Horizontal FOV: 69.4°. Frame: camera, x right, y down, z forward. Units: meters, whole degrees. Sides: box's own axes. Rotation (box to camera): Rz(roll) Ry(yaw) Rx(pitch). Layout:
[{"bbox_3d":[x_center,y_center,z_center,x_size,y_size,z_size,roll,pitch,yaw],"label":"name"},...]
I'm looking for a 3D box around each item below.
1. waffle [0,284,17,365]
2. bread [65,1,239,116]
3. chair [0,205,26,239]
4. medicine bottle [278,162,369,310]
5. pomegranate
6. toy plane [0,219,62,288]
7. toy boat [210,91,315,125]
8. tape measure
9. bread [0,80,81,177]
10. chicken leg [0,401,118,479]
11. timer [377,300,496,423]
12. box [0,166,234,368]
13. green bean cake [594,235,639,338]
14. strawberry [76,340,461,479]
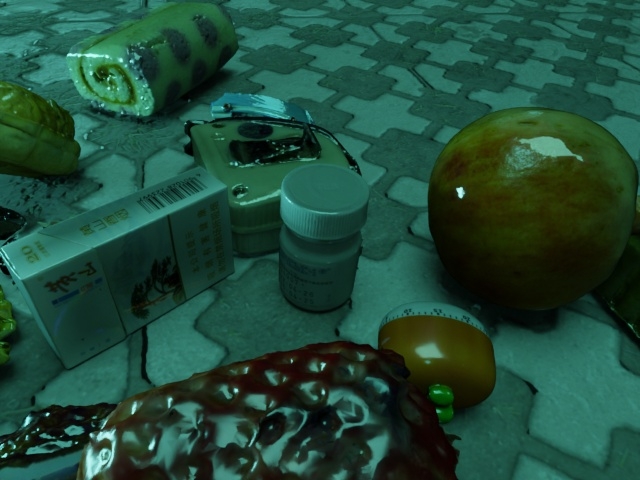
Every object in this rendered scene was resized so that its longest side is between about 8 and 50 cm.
[{"bbox_3d":[-0.496,0.125,0.465,0.302,0.068,0.325,30,42,22],"label":"waffle"},{"bbox_3d":[-0.336,-0.394,0.985,0.187,0.155,0.338,12,45,19],"label":"bread"},{"bbox_3d":[-0.496,-0.041,0.581,0.175,0.213,0.148,5,64,-1],"label":"chair"},{"bbox_3d":[0.000,0.000,0.574,0.105,0.168,0.105,3,43,-3],"label":"medicine bottle"},{"bbox_3d":[0.275,-0.040,0.579,0.271,0.251,0.229,2,21,27],"label":"pomegranate"},{"bbox_3d":[-0.395,0.011,0.628,0.049,0.031,0.120,14,45,2],"label":"toy plane"},{"bbox_3d":[-0.109,-0.205,0.867,0.215,0.088,0.102,9,77,4],"label":"toy boat"},{"bbox_3d":[-0.074,-0.121,0.731,0.232,0.132,0.271,-15,44,-20],"label":"tape measure"},{"bbox_3d":[-0.474,-0.160,0.678,0.199,0.120,0.236,8,-1,0],"label":"bread"},{"bbox_3d":[-0.295,0.199,0.351,0.407,0.095,0.157,4,41,-15],"label":"chicken leg"},{"bbox_3d":[0.123,0.135,0.493,0.136,0.099,0.136,4,51,-5],"label":"timer"},{"bbox_3d":[-0.215,0.025,0.541,0.233,0.149,0.067,-32,51,-33],"label":"box"},{"bbox_3d":[0.501,0.044,0.604,0.233,0.124,0.236,-8,43,-14],"label":"green bean cake"},{"bbox_3d":[-0.009,0.163,0.362,0.280,0.150,0.253,36,41,3],"label":"strawberry"}]
